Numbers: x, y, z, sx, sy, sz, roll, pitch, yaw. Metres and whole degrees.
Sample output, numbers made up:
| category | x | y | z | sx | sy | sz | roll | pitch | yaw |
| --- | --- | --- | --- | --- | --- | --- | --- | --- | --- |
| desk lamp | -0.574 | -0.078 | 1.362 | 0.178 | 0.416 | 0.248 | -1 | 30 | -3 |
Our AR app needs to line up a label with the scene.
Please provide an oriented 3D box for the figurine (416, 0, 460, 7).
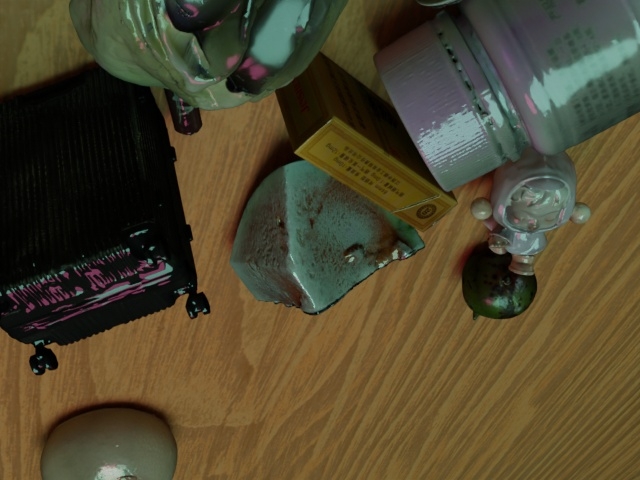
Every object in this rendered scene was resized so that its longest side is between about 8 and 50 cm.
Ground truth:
| category | x | y | z | sx | sy | sz | roll | pitch | yaw |
| --- | --- | --- | --- | --- | --- | --- | --- | --- | --- |
| figurine | 0.130 | -0.370 | 0.895 | 0.132 | 0.132 | 0.154 | -33 | 125 | 17 |

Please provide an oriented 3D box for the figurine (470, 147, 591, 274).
| category | x | y | z | sx | sy | sz | roll | pitch | yaw |
| --- | --- | --- | --- | --- | --- | --- | --- | --- | --- |
| figurine | 0.351 | -0.057 | 1.303 | 0.200 | 0.133 | 0.276 | 4 | 141 | 1 |

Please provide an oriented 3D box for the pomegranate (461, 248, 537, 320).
| category | x | y | z | sx | sy | sz | roll | pitch | yaw |
| --- | --- | --- | --- | --- | --- | --- | --- | --- | --- |
| pomegranate | 0.341 | 0.094 | 1.465 | 0.148 | 0.148 | 0.169 | -20 | 146 | 4 |

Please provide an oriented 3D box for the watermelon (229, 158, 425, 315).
| category | x | y | z | sx | sy | sz | roll | pitch | yaw |
| --- | --- | --- | --- | --- | --- | --- | --- | --- | --- |
| watermelon | 0.000 | 0.000 | 1.177 | 0.319 | 0.214 | 0.289 | -8 | 138 | 6 |

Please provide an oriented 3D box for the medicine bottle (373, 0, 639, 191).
| category | x | y | z | sx | sy | sz | roll | pitch | yaw |
| --- | --- | --- | --- | --- | --- | --- | --- | --- | --- |
| medicine bottle | 0.256 | -0.226 | 0.979 | 0.325 | 0.256 | 0.256 | -29 | 138 | 14 |

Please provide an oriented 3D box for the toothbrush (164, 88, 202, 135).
| category | x | y | z | sx | sy | sz | roll | pitch | yaw |
| --- | --- | --- | --- | --- | --- | --- | --- | --- | --- |
| toothbrush | -0.194 | -0.276 | 0.932 | 0.041 | 0.041 | 0.364 | -12 | 138 | -6 |

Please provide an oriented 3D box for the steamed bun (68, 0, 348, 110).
| category | x | y | z | sx | sy | sz | roll | pitch | yaw |
| --- | --- | --- | --- | --- | --- | --- | --- | --- | --- |
| steamed bun | -0.102 | -0.271 | 0.813 | 0.320 | 0.206 | 0.275 | -42 | 133 | 5 |

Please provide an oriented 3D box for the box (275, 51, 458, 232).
| category | x | y | z | sx | sy | sz | roll | pitch | yaw |
| --- | --- | --- | --- | --- | --- | --- | --- | --- | --- |
| box | 0.063 | -0.140 | 1.070 | 0.076 | 0.174 | 0.274 | -39 | 135 | 25 |

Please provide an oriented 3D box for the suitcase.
| category | x | y | z | sx | sy | sz | roll | pitch | yaw |
| --- | --- | --- | --- | --- | --- | --- | --- | --- | --- |
| suitcase | -0.288 | -0.041 | 0.934 | 0.229 | 0.335 | 0.152 | -19 | 144 | 2 |

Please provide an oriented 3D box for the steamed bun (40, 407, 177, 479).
| category | x | y | z | sx | sy | sz | roll | pitch | yaw |
| --- | --- | --- | --- | --- | --- | --- | --- | --- | --- |
| steamed bun | -0.435 | 0.481 | 1.589 | 0.283 | 0.177 | 0.283 | -9 | 139 | -8 |
